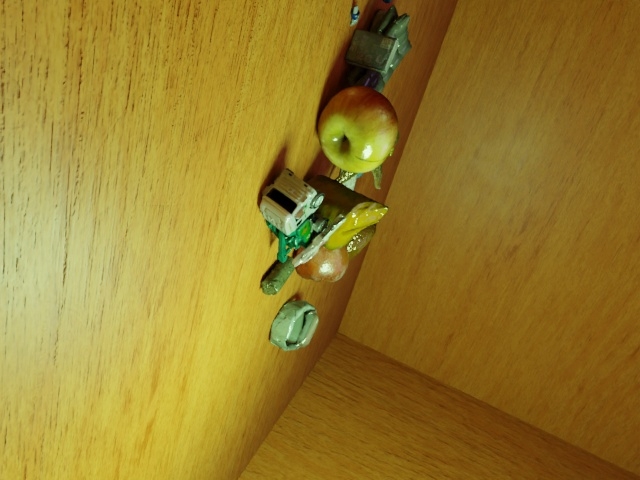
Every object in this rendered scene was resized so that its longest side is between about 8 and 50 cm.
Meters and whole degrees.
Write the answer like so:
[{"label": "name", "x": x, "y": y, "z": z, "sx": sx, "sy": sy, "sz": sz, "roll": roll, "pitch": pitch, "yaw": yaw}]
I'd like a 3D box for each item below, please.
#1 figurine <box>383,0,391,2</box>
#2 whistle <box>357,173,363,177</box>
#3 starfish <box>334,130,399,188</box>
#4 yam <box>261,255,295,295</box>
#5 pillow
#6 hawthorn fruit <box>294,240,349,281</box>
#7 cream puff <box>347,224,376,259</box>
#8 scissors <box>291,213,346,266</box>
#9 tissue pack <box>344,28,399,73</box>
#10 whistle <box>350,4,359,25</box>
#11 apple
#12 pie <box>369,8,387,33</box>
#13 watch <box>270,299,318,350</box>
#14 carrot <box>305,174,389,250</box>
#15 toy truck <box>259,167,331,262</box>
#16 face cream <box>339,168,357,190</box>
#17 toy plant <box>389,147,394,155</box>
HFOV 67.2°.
[{"label": "figurine", "x": 0.247, "y": -0.921, "z": 1.524, "sx": 0.338, "sy": 0.204, "sz": 0.284, "roll": 115, "pitch": -2, "yaw": -61}, {"label": "whistle", "x": 0.164, "y": -0.323, "z": 2.266, "sx": 0.090, "sy": 0.090, "sz": 0.158, "roll": -58, "pitch": 164, "yaw": -34}, {"label": "starfish", "x": 0.184, "y": -0.377, "z": 1.989, "sx": 0.397, "sy": 0.132, "sz": 0.384, "roll": -17, "pitch": 143, "yaw": -40}, {"label": "yam", "x": -0.157, "y": 0.132, "z": 1.808, "sx": 0.179, "sy": 0.078, "sz": 0.078, "roll": -56, "pitch": 164, "yaw": -51}, {"label": "pillow", "x": 0.214, "y": -0.646, "z": 1.743, "sx": 0.327, "sy": 0.101, "sz": 0.228, "roll": -56, "pitch": 163, "yaw": 3}, {"label": "hawthorn fruit", "x": -0.004, "y": 0.060, "z": 2.010, "sx": 0.263, "sy": 0.231, "sz": 0.235, "roll": 64, "pitch": 27, "yaw": -21}, {"label": "cream puff", "x": 0.116, "y": -0.036, "z": 2.293, "sx": 0.303, "sy": 0.212, "sz": 0.303, "roll": -38, "pitch": -166, "yaw": 11}, {"label": "scissors", "x": 0.000, "y": 0.000, "z": 1.592, "sx": 0.242, "sy": 0.031, "sz": 0.118, "roll": -47, "pitch": 167, "yaw": 25}, {"label": "tissue pack", "x": 0.170, "y": -0.634, "z": 1.608, "sx": 0.113, "sy": 0.156, "sz": 0.051, "roll": -68, "pitch": 159, "yaw": 7}, {"label": "whistle", "x": 0.107, "y": -0.710, "z": 1.518, "sx": 0.033, "sy": 0.029, "sz": 0.083, "roll": -48, "pitch": 170, "yaw": -11}, {"label": "apple", "x": 0.131, "y": -0.375, "z": 1.630, "sx": 0.233, "sy": 0.285, "sz": 0.286, "roll": -40, "pitch": 152, "yaw": -42}, {"label": "pie", "x": 0.229, "y": -0.779, "z": 1.830, "sx": 0.218, "sy": 0.052, "sz": 0.185, "roll": -40, "pitch": 150, "yaw": -66}, {"label": "watch", "x": -0.134, "y": 0.387, "z": 2.235, "sx": 0.254, "sy": 0.161, "sz": 0.241, "roll": -65, "pitch": 155, "yaw": -19}, {"label": "carrot", "x": 0.052, "y": -0.094, "z": 1.772, "sx": 0.241, "sy": 0.340, "sz": 0.242, "roll": -42, "pitch": 151, "yaw": -31}, {"label": "toy truck", "x": -0.086, "y": -0.067, "z": 1.549, "sx": 0.178, "sy": 0.176, "sz": 0.364, "roll": -48, "pitch": 163, "yaw": -20}, {"label": "face cream", "x": 0.132, "y": -0.320, "z": 2.169, "sx": 0.082, "sy": 0.081, "sz": 0.269, "roll": -52, "pitch": 160, "yaw": -48}, {"label": "toy plant", "x": 0.276, "y": -0.457, "z": 2.327, "sx": 0.093, "sy": 0.162, "sz": 0.093, "roll": -58, "pitch": 165, "yaw": -26}]
